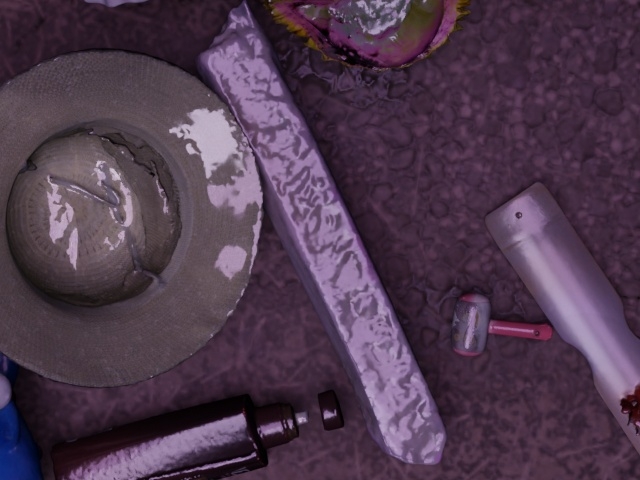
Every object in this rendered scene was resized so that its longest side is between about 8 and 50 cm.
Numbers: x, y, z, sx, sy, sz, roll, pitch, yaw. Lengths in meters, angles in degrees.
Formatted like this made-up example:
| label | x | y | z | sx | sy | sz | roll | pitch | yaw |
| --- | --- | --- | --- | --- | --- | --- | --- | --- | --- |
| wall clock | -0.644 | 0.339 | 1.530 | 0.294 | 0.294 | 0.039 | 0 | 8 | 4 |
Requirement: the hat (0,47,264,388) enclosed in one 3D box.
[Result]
| label | x | y | z | sx | sy | sz | roll | pitch | yaw |
| --- | --- | --- | --- | --- | --- | --- | --- | --- | --- |
| hat | -0.182 | -0.020 | 1.343 | 0.257 | 0.130 | 0.257 | -1 | 93 | -22 |

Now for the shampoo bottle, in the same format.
| label | x | y | z | sx | sy | sz | roll | pitch | yaw |
| --- | --- | --- | --- | --- | --- | --- | --- | --- | --- |
| shampoo bottle | -0.097 | 0.168 | 1.401 | 0.236 | 0.068 | 0.067 | -15 | 95 | 4 |

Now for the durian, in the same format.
| label | x | y | z | sx | sy | sz | roll | pitch | yaw |
| --- | --- | --- | --- | --- | --- | --- | --- | --- | --- |
| durian | 0.039 | -0.191 | 1.364 | 0.186 | 0.119 | 0.108 | -5 | 132 | 4 |

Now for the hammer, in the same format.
| label | x | y | z | sx | sy | sz | roll | pitch | yaw |
| --- | --- | --- | --- | --- | --- | --- | --- | --- | --- |
| hammer | 0.149 | 0.072 | 1.404 | 0.083 | 0.031 | 0.053 | 7 | 98 | -2 |

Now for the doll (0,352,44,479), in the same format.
| label | x | y | z | sx | sy | sz | roll | pitch | yaw |
| --- | --- | --- | --- | --- | --- | --- | --- | --- | --- |
| doll | -0.301 | 0.131 | 1.348 | 0.215 | 0.161 | 0.257 | -26 | 88 | 43 |

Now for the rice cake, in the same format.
| label | x | y | z | sx | sy | sz | roll | pitch | yaw |
| --- | --- | --- | --- | --- | --- | --- | --- | --- | --- |
| rice cake | 0.000 | 0.001 | 1.381 | 0.064 | 0.070 | 0.399 | -25 | 94 | -2 |

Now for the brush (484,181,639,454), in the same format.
| label | x | y | z | sx | sy | sz | roll | pitch | yaw |
| --- | --- | --- | --- | --- | --- | --- | --- | --- | --- |
| brush | 0.245 | 0.100 | 1.399 | 0.060 | 0.050 | 0.321 | -34 | 93 | 7 |

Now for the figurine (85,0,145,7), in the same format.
| label | x | y | z | sx | sy | sz | roll | pitch | yaw |
| --- | --- | --- | --- | --- | --- | --- | --- | --- | --- |
| figurine | -0.177 | -0.262 | 1.324 | 0.271 | 0.143 | 0.143 | 28 | 95 | 7 |
